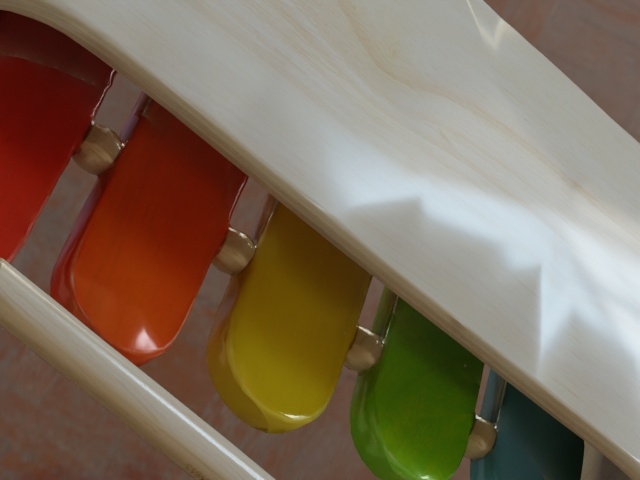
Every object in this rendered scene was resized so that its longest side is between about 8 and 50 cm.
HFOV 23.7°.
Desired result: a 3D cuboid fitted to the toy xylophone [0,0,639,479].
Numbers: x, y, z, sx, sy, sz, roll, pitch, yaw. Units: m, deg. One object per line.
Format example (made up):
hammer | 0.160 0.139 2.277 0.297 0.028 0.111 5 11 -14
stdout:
toy xylophone | 0.000 0.000 0.443 0.322 0.081 0.236 44 45 -15
